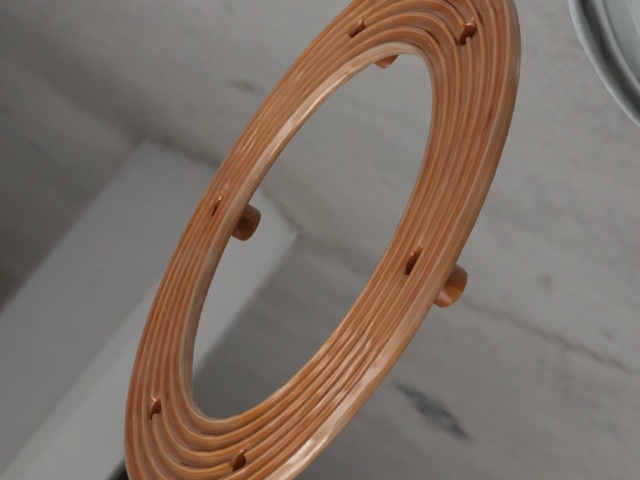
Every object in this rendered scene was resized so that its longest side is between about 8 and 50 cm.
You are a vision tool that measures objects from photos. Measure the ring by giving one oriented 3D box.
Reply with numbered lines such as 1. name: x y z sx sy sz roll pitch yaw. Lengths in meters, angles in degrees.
1. ring: 0.000 0.000 1.028 0.032 0.336 0.336 31 166 -22

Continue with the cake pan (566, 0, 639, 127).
1. cake pan: 0.214 -0.088 0.532 0.293 0.054 0.293 -3 137 -3
